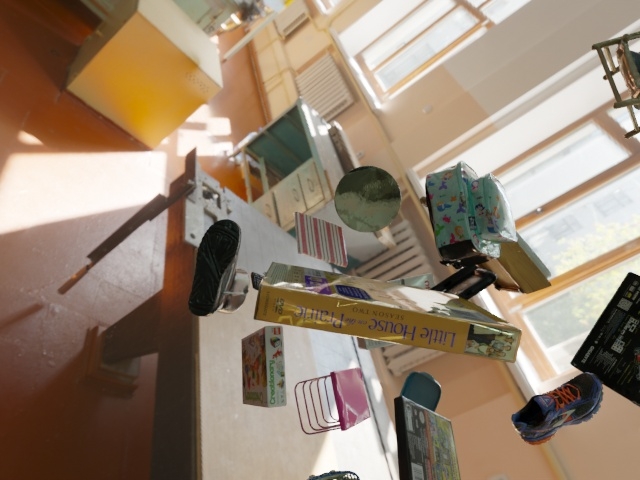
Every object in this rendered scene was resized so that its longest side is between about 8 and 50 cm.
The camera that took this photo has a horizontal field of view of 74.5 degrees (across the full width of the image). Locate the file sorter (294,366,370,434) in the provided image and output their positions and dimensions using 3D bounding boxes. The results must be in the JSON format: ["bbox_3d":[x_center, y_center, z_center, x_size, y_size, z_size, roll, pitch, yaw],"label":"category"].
[{"bbox_3d":[0.049,0.622,1.645,0.290,0.182,0.202,27,48,-63],"label":"file sorter"}]

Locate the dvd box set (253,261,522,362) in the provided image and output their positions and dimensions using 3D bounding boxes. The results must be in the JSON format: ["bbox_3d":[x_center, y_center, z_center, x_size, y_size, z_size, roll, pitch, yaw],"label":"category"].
[{"bbox_3d":[0.100,0.120,0.794,0.307,0.420,0.062,-130,-130,-84],"label":"dvd box set"}]

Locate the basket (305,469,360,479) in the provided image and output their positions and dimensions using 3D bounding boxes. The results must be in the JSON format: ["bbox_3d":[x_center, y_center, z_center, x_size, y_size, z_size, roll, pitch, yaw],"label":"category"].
[{"bbox_3d":[0.032,0.865,1.363,0.289,0.254,0.201,125,-43,-66],"label":"basket"}]

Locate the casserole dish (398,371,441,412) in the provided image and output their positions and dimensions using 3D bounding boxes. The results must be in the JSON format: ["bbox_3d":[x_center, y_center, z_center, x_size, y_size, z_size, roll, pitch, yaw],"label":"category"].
[{"bbox_3d":[0.305,0.489,1.300,0.114,0.188,0.037,24,13,28],"label":"casserole dish"}]

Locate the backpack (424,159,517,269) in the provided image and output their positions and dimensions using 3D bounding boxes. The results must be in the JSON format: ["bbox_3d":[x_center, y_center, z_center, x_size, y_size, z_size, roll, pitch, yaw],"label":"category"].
[{"bbox_3d":[0.375,-0.076,1.075,0.225,0.191,0.253,12,59,-51],"label":"backpack"}]

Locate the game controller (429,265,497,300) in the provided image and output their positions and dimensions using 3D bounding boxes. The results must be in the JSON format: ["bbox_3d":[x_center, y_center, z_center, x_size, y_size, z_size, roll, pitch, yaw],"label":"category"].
[{"bbox_3d":[0.362,0.174,1.241,0.067,0.319,0.166,59,-6,-13],"label":"game controller"}]

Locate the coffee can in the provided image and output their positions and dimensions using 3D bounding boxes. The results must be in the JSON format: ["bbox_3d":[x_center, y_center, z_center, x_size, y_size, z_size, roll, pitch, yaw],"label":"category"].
[{"bbox_3d":[0.152,-0.138,1.385,0.201,0.201,0.275,56,8,-3],"label":"coffee can"}]

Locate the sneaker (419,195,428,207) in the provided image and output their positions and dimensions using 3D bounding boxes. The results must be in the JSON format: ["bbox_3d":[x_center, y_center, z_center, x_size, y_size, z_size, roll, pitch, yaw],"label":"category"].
[{"bbox_3d":[0.313,-0.107,1.176,0.083,0.037,0.032,29,-7,-25],"label":"sneaker"}]

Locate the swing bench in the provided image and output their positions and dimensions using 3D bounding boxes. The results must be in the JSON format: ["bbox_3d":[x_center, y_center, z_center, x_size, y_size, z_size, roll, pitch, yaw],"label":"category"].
[{"bbox_3d":[0.916,-0.459,1.128,0.165,0.254,0.253,30,52,-40],"label":"swing bench"}]

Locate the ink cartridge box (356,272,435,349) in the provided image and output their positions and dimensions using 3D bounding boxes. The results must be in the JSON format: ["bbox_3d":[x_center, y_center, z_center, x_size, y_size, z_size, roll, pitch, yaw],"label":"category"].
[{"bbox_3d":[0.275,0.258,1.545,0.129,0.307,0.223,127,-48,-76],"label":"ink cartridge box"}]

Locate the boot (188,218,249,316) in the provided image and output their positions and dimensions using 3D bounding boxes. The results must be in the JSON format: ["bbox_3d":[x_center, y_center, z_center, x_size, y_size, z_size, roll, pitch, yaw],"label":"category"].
[{"bbox_3d":[-0.241,0.075,1.085,0.094,0.246,0.207,15,-3,9],"label":"boot"}]

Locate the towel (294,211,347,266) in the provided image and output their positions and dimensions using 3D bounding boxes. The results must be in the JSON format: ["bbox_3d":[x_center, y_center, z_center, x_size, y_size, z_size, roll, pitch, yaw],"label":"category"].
[{"bbox_3d":[0.000,0.000,1.298,0.197,0.029,0.144,18,51,-36],"label":"towel"}]

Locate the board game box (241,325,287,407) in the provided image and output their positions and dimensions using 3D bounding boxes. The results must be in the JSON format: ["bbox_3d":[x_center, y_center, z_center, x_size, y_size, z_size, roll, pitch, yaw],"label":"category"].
[{"bbox_3d":[-0.163,0.350,1.157,0.053,0.305,0.193,2,71,-21],"label":"board game box"}]

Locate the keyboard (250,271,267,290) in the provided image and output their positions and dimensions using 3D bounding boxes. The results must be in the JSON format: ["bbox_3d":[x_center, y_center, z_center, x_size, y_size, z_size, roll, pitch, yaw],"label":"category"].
[{"bbox_3d":[-0.167,0.149,1.476,0.192,0.038,0.100,31,30,-47],"label":"keyboard"}]

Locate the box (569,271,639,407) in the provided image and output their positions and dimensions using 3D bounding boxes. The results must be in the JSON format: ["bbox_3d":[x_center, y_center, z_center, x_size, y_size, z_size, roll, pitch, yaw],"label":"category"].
[{"bbox_3d":[0.897,0.284,1.151,0.257,0.322,0.079,33,8,37],"label":"box"}]

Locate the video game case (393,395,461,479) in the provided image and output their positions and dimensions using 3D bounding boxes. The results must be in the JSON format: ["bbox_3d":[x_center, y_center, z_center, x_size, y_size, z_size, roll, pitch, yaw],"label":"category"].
[{"bbox_3d":[0.288,0.584,1.108,0.248,0.035,0.275,35,39,-31],"label":"video game case"}]

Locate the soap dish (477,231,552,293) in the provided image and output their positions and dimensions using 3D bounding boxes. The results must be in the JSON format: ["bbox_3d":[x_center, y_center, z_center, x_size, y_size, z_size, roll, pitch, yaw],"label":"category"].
[{"bbox_3d":[0.625,0.057,1.461,0.291,0.118,0.229,50,-7,-2],"label":"soap dish"}]

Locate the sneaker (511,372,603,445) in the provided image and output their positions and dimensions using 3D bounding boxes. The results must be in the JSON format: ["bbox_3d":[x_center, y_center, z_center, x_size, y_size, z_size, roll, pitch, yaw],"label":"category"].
[{"bbox_3d":[0.520,0.368,0.929,0.087,0.221,0.083,37,15,-25],"label":"sneaker"}]
